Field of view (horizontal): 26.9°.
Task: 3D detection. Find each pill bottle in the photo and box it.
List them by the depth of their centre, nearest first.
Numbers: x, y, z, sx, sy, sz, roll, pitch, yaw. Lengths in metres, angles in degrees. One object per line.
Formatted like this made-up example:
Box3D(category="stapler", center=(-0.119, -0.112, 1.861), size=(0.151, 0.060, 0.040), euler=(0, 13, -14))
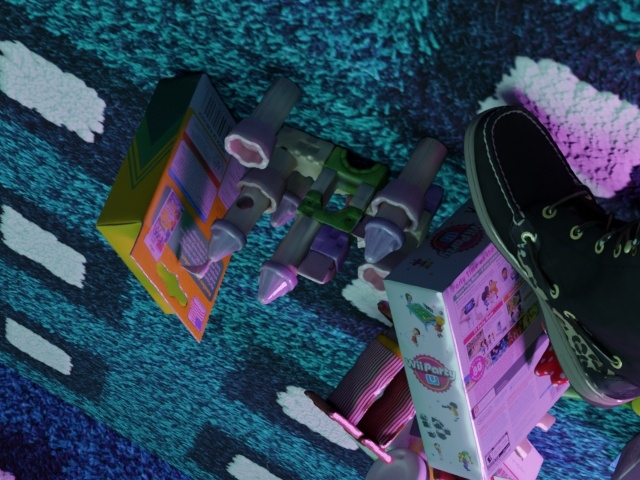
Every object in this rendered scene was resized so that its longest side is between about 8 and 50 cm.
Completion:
Box3D(category="pill bottle", center=(0.177, 0.449, 2.274), size=(0.119, 0.119, 0.208), euler=(2, 149, 46))

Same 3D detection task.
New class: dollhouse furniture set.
Box3D(category="dollhouse furniture set", center=(0.154, 0.252, 2.034), size=(0.152, 0.201, 0.374), euler=(42, 173, -25))

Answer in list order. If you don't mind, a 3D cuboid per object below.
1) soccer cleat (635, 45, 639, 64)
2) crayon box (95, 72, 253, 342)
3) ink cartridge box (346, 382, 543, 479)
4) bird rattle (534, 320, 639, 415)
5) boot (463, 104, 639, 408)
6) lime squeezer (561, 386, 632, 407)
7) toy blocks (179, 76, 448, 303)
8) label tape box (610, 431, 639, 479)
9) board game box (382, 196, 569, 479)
Box3D(category="soccer cleat", center=(0.423, -0.096, 1.385), size=(0.318, 0.108, 0.116), euler=(48, 176, -42))
Box3D(category="crayon box", center=(-0.196, -0.045, 1.855), size=(0.083, 0.323, 0.203), euler=(-3, 140, 26))
Box3D(category="ink cartridge box", center=(0.247, 0.366, 2.334), size=(0.353, 0.119, 0.207), euler=(11, 155, 37))
Box3D(category="bird rattle", center=(0.409, 0.150, 1.707), size=(0.253, 0.207, 0.143), euler=(12, 113, 51))
Box3D(category="boot", center=(0.318, -0.005, 1.456), size=(0.377, 0.138, 0.284), euler=(67, 156, 3))
Box3D(category="lime squeezer", center=(0.339, 0.235, 2.117), size=(0.110, 0.059, 0.310), euler=(8, 169, -34))
Box3D(category="toy blocks", center=(0.000, 0.000, 1.807), size=(0.288, 0.260, 0.309), euler=(23, 153, 16))
Box3D(category="label tape box", center=(0.580, 0.386, 2.027), size=(0.249, 0.115, 0.348), euler=(30, 153, 8))
Box3D(category="board game box", center=(0.210, 0.125, 1.749), size=(0.097, 0.224, 0.303), euler=(11, 128, 38))
